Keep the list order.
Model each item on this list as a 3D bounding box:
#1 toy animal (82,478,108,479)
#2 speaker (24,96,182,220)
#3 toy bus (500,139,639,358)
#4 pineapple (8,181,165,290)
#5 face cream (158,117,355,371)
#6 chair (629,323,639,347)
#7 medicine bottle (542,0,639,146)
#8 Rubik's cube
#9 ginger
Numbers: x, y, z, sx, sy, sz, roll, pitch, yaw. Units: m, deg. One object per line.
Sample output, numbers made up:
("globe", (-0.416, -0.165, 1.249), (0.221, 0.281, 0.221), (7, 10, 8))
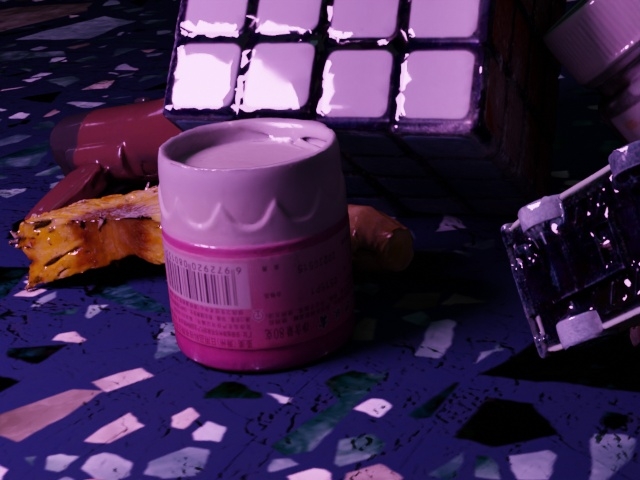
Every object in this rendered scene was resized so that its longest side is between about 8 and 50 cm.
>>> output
("toy animal", (-0.097, 0.212, 0.719), (0.248, 0.165, 0.149), (-7, -10, 27))
("speaker", (-0.209, -0.086, 1.662), (0.329, 0.198, 0.259), (-10, 55, 33))
("toy bus", (0.290, -0.007, 1.096), (0.164, 0.134, 0.276), (-8, -15, -30))
("pineapple", (-0.209, -0.010, 1.461), (0.233, 0.079, 0.135), (-6, 19, 9))
("face cream", (-0.059, 0.000, 1.234), (0.175, 0.195, 0.175), (-3, 22, 1))
("chair", (0.365, 0.080, 0.985), (0.229, 0.113, 0.106), (-10, -20, -11))
("medicine bottle", (0.374, -0.157, 1.390), (0.165, 0.273, 0.165), (-40, 4, 4))
("Rubik's cube", (0.069, -0.226, 1.446), (0.337, 0.344, 0.344), (2, -15, 23))
("ginger", (-0.012, 0.001, 1.386), (0.205, 0.081, 0.115), (-4, -13, 29))
